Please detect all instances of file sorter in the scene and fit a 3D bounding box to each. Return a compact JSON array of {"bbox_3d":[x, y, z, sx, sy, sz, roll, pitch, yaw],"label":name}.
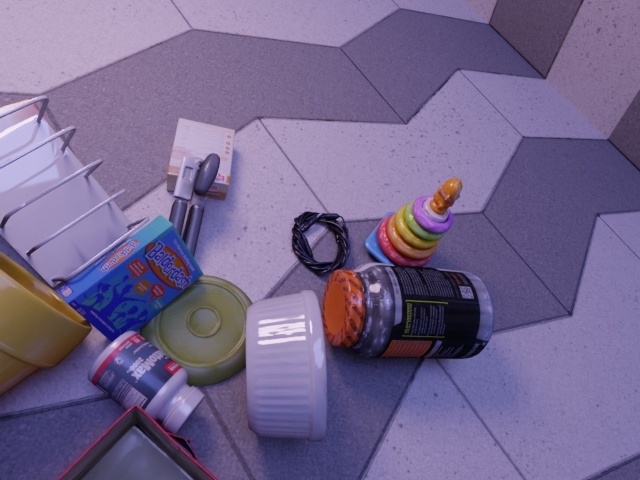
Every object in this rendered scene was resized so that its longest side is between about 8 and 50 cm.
[{"bbox_3d":[-0.480,-0.084,0.752,0.193,0.173,0.277,-47,112,-33],"label":"file sorter"}]

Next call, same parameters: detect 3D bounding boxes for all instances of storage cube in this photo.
[{"bbox_3d":[-0.278,0.390,0.619,0.184,0.193,0.215,40,53,5],"label":"storage cube"}]

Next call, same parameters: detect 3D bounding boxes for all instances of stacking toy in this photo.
[{"bbox_3d":[0.258,-0.051,1.043,0.166,0.301,0.175,38,53,4],"label":"stacking toy"}]

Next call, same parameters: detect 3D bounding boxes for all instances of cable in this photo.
[{"bbox_3d":[0.000,0.000,1.066,0.151,0.047,0.184,13,56,-14],"label":"cable"}]

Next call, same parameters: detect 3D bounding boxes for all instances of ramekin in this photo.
[{"bbox_3d":[-0.069,0.226,0.773,0.127,0.272,0.272,-2,60,-8],"label":"ramekin"}]

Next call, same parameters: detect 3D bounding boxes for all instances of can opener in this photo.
[{"bbox_3d":[-0.289,-0.064,0.923,0.074,0.093,0.279,17,74,-27],"label":"can opener"}]

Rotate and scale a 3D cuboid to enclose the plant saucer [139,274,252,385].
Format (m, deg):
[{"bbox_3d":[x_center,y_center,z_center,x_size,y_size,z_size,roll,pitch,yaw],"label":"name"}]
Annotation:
[{"bbox_3d":[-0.240,0.172,0.868,0.241,0.037,0.240,10,57,-15],"label":"plant saucer"}]

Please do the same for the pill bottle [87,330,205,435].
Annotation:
[{"bbox_3d":[-0.301,0.253,0.748,0.180,0.108,0.108,36,53,2],"label":"pill bottle"}]

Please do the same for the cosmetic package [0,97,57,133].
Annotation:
[{"bbox_3d":[-0.663,-0.141,0.809,0.296,0.129,0.153,-40,106,-34],"label":"cosmetic package"}]

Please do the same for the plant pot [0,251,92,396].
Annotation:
[{"bbox_3d":[-0.542,0.149,0.646,0.254,0.254,0.239,38,68,4],"label":"plant pot"}]

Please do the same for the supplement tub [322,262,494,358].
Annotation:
[{"bbox_3d":[0.189,0.157,0.944,0.339,0.207,0.206,7,58,-19],"label":"supplement tub"}]

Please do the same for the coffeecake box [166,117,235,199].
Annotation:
[{"bbox_3d":[-0.297,-0.204,1.060,0.143,0.068,0.185,9,57,-17],"label":"coffeecake box"}]

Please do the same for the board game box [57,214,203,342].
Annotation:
[{"bbox_3d":[-0.336,0.076,0.783,0.047,0.160,0.210,31,63,31],"label":"board game box"}]
